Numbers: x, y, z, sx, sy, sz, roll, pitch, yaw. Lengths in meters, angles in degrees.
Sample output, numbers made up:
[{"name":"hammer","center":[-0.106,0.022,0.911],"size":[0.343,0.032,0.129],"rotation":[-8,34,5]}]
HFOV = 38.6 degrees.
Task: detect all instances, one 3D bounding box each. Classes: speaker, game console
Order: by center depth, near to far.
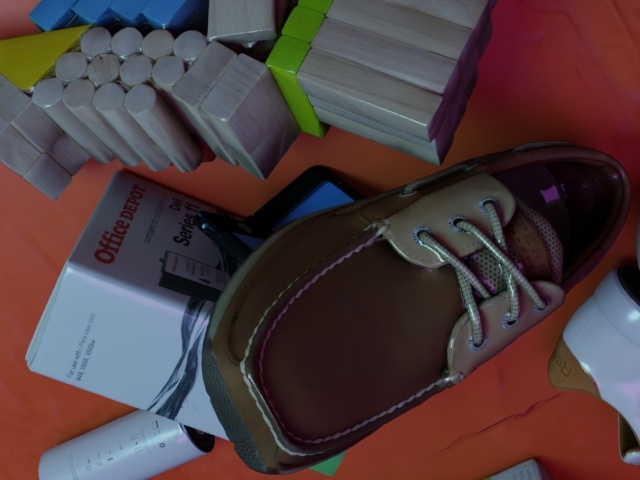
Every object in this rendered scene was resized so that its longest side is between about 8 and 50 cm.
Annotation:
[{"name":"game console","center":[0.000,0.000,0.587],"size":[0.122,0.107,0.071],"rotation":[38,99,24]},{"name":"speaker","center":[-0.156,0.169,0.734],"size":[0.136,0.055,0.055],"rotation":[-26,113,13]}]

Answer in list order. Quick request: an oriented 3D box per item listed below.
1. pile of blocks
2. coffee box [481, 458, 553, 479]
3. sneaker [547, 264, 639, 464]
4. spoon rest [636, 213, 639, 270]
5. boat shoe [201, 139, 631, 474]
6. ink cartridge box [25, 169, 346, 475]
[{"name":"pile of blocks","center":[-0.067,-0.106,0.584],"size":[0.362,0.149,0.112],"rotation":[-2,160,12]},{"name":"coffee box","center":[0.122,0.451,0.712],"size":[0.334,0.338,0.337],"rotation":[-29,112,15]},{"name":"sneaker","center":[0.303,0.136,0.692],"size":[0.290,0.106,0.123],"rotation":[32,118,-3]},{"name":"spoon rest","center":[0.332,0.043,0.633],"size":[0.276,0.137,0.084],"rotation":[22,138,-19]},{"name":"boat shoe","center":[0.073,0.011,0.511],"size":[0.120,0.324,0.122],"rotation":[-23,96,45]},{"name":"ink cartridge box","center":[-0.070,0.050,0.619],"size":[0.208,0.153,0.087],"rotation":[21,115,-11]}]
